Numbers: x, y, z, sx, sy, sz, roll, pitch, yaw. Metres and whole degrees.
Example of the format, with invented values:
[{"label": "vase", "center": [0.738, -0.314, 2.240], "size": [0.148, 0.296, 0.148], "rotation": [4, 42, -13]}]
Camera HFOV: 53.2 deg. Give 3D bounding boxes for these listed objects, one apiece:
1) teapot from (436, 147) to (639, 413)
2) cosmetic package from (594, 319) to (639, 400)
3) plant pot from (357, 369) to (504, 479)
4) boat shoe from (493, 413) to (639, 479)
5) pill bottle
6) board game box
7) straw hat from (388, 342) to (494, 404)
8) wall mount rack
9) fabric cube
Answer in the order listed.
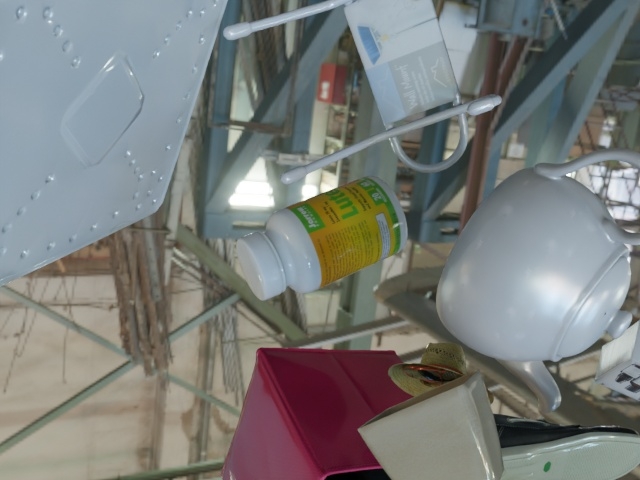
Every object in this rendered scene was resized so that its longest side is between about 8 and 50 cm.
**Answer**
[{"label": "teapot", "center": [0.273, 0.045, 0.748], "size": [0.187, 0.252, 0.256], "rotation": [34, 171, 30]}, {"label": "cosmetic package", "center": [0.467, 0.183, 0.761], "size": [0.239, 0.060, 0.099], "rotation": [23, 154, 8]}, {"label": "plant pot", "center": [0.116, 0.194, 0.608], "size": [0.109, 0.096, 0.109], "rotation": [-28, 167, 18]}, {"label": "boat shoe", "center": [0.257, 0.226, 0.714], "size": [0.233, 0.084, 0.079], "rotation": [2, -151, -13]}, {"label": "pill bottle", "center": [0.000, 0.000, 0.996], "size": [0.246, 0.136, 0.136], "rotation": [-23, -156, -22]}, {"label": "board game box", "center": [-0.260, -0.153, 0.719], "size": [0.050, 0.390, 0.390], "rotation": [30, -153, 10]}, {"label": "straw hat", "center": [0.163, 0.166, 0.845], "size": [0.144, 0.061, 0.144], "rotation": [14, 150, 8]}, {"label": "wall mount rack", "center": [0.061, -0.233, 0.857], "size": [0.304, 0.350, 0.130], "rotation": [-18, -169, 15]}, {"label": "fabric cube", "center": [0.029, 0.331, 0.927], "size": [0.259, 0.254, 0.258], "rotation": [5, -156, -28]}]
